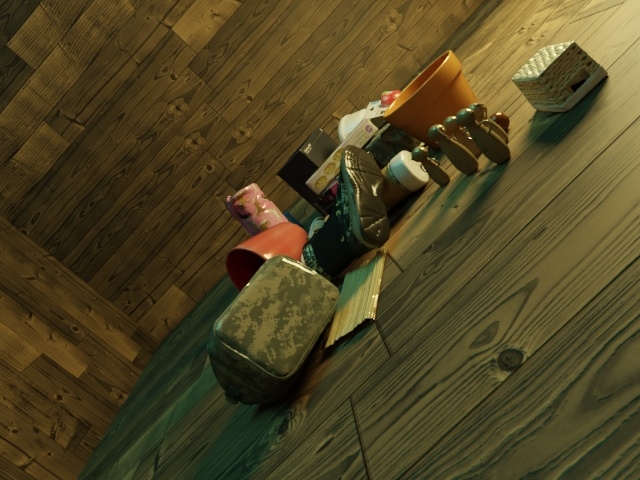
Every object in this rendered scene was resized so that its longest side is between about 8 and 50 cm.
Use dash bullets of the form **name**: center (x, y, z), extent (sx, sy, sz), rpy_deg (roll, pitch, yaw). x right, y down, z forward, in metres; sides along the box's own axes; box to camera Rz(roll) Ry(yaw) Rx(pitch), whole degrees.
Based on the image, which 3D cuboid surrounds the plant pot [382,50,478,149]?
- **plant pot**: center (0.379, -0.438, 1.572), extent (0.291, 0.203, 0.291), rpy_deg (-45, 12, 13)

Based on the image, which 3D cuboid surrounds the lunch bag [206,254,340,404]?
- **lunch bag**: center (-0.116, 0.220, 1.140), extent (0.305, 0.213, 0.256), rpy_deg (-54, -5, -40)

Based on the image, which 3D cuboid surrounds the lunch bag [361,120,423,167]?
- **lunch bag**: center (0.281, -0.371, 1.811), extent (0.287, 0.169, 0.235), rpy_deg (-47, 10, -27)

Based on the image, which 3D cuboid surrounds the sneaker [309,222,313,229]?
- **sneaker**: center (-0.036, -0.028, 2.041), extent (0.118, 0.067, 0.042), rpy_deg (-41, 12, 28)

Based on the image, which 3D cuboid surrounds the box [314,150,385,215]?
- **box**: center (0.127, -0.171, 1.691), extent (0.142, 0.163, 0.247), rpy_deg (-52, 11, -32)

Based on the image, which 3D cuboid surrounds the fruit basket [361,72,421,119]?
- **fruit basket**: center (0.356, -0.594, 1.992), extent (0.354, 0.165, 0.327), rpy_deg (-5, 26, 16)

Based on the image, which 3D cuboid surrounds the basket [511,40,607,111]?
- **basket**: center (0.516, -0.360, 1.056), extent (0.113, 0.103, 0.167), rpy_deg (-46, 12, 12)

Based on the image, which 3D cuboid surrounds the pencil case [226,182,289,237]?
- **pencil case**: center (-0.233, -0.060, 2.053), extent (0.160, 0.386, 0.167), rpy_deg (-36, 3, 26)

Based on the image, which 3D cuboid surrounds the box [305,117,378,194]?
- **box**: center (0.074, -0.305, 1.751), extent (0.324, 0.067, 0.063), rpy_deg (-47, 10, 2)

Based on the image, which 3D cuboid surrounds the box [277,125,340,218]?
- **box**: center (0.009, -0.331, 2.284), extent (0.179, 0.312, 0.343), rpy_deg (-40, 13, 32)

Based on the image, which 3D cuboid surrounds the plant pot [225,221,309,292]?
- **plant pot**: center (-0.164, 0.073, 1.742), extent (0.275, 0.275, 0.243), rpy_deg (-34, 8, 49)

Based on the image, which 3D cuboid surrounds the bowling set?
- **bowling set**: center (0.361, -0.272, 1.194), extent (0.199, 0.154, 0.287), rpy_deg (-52, 13, -23)

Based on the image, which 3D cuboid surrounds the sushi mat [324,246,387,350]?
- **sushi mat**: center (0.091, 0.130, 1.166), extent (0.151, 0.019, 0.316), rpy_deg (-42, 12, 28)

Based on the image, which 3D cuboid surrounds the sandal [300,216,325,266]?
- **sandal**: center (0.008, 0.007, 1.715), extent (0.076, 0.102, 0.265), rpy_deg (-36, 24, 39)

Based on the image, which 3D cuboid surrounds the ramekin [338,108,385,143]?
- **ramekin**: center (0.213, -0.458, 2.135), extent (0.127, 0.272, 0.272), rpy_deg (-24, 24, 37)

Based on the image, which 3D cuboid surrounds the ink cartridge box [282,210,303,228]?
- **ink cartridge box**: center (-0.260, 0.015, 2.556), extent (0.307, 0.129, 0.223), rpy_deg (-52, 13, -24)

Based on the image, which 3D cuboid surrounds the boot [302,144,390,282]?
- **boot**: center (0.061, -0.071, 1.396), extent (0.284, 0.138, 0.377), rpy_deg (-48, 38, 40)

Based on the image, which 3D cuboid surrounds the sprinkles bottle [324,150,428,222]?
- **sprinkles bottle**: center (0.166, -0.125, 1.495), extent (0.355, 0.121, 0.121), rpy_deg (-40, 14, 34)
